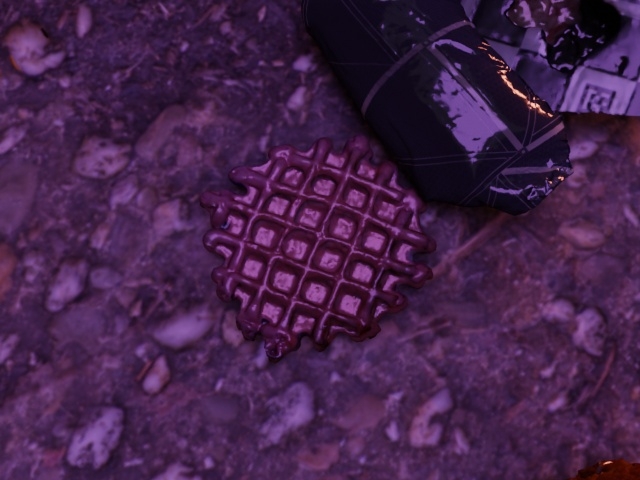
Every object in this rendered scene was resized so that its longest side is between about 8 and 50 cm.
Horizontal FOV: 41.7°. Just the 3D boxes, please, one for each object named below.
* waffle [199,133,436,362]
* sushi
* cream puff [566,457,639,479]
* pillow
[{"bbox_3d":[0.000,0.000,0.855,0.234,0.055,0.221,-21,79,-8],"label":"waffle"},{"bbox_3d":[0.242,-0.286,0.928,0.339,0.069,0.320,4,84,14],"label":"sushi"},{"bbox_3d":[0.277,0.334,0.711,0.303,0.212,0.303,0,84,2],"label":"cream puff"},{"bbox_3d":[0.115,-0.164,0.860,0.161,0.092,0.335,-36,78,9],"label":"pillow"}]
